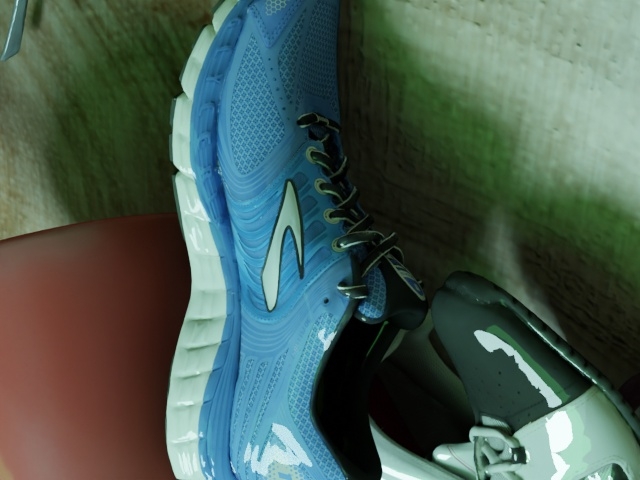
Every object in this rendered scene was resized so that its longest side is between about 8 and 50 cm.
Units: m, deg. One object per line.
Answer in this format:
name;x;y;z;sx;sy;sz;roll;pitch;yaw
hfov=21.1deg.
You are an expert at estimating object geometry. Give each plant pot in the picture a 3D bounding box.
plant pot;-0.163;0.135;1.124;0.275;0.275;0.243;-23;78;47

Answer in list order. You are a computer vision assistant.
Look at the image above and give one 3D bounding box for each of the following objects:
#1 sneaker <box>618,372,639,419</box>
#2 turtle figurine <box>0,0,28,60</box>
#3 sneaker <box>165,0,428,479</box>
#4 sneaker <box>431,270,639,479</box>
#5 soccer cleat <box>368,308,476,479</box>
sneaker;0.232;0.119;0.943;0.185;0.084;0.069;11;122;39
turtle figurine;-0.184;-0.178;1.067;0.266;0.198;0.274;-14;101;31
sneaker;0.000;0.000;1.017;0.147;0.130;0.330;2;93;29
sneaker;0.137;0.176;0.985;0.330;0.146;0.122;57;173;-7
soccer cleat;0.092;0.192;1.094;0.143;0.116;0.331;-28;95;46
